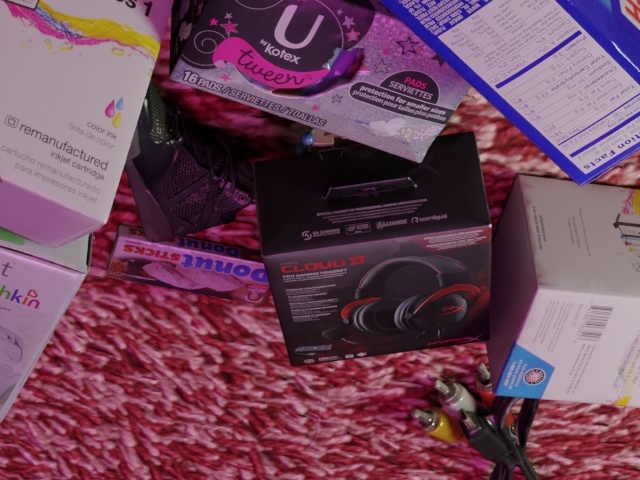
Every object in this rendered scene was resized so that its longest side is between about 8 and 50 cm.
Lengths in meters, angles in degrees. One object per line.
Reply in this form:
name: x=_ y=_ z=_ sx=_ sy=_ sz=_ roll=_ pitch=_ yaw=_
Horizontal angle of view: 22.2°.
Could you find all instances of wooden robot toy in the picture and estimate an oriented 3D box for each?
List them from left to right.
wooden robot toy: x=0.012 y=-0.127 z=1.549 sx=0.076 sy=0.079 sz=0.173 roll=-8 pitch=179 yaw=-4

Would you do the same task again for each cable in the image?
cable: x=0.219 y=0.235 z=1.975 sx=0.139 sy=0.072 sz=0.287 roll=-34 pitch=142 yaw=5

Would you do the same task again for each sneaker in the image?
sneaker: x=-0.129 y=-0.091 z=1.595 sx=0.130 sy=0.087 sz=0.228 roll=-10 pitch=137 yaw=4

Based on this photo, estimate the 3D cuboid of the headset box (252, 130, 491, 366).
headset box: x=0.055 y=0.008 z=1.607 sx=0.218 sy=0.110 sz=0.293 roll=-8 pitch=152 yaw=1

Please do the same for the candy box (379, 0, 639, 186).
candy box: x=0.155 y=-0.243 z=1.329 sx=0.122 sy=0.268 sz=0.317 roll=-30 pitch=130 yaw=29

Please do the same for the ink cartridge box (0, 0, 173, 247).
ink cartridge box: x=-0.249 y=-0.164 z=1.364 sx=0.201 sy=0.278 sz=0.117 roll=25 pitch=156 yaw=-25

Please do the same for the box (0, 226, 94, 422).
box: x=-0.304 y=-0.005 z=1.544 sx=0.126 sy=0.262 sz=0.231 roll=18 pitch=132 yaw=-20

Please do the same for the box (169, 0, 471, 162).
box: x=0.007 y=-0.199 z=1.436 sx=0.247 sy=0.163 sz=0.142 roll=17 pitch=130 yaw=-19

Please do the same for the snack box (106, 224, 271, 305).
snack box: x=-0.136 y=0.027 z=1.752 sx=0.178 sy=0.022 sz=0.064 roll=11 pitch=132 yaw=-13

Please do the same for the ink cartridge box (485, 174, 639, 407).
ink cartridge box: x=0.303 y=0.057 z=1.702 sx=0.232 sy=0.168 sz=0.171 roll=6 pitch=135 yaw=-9
